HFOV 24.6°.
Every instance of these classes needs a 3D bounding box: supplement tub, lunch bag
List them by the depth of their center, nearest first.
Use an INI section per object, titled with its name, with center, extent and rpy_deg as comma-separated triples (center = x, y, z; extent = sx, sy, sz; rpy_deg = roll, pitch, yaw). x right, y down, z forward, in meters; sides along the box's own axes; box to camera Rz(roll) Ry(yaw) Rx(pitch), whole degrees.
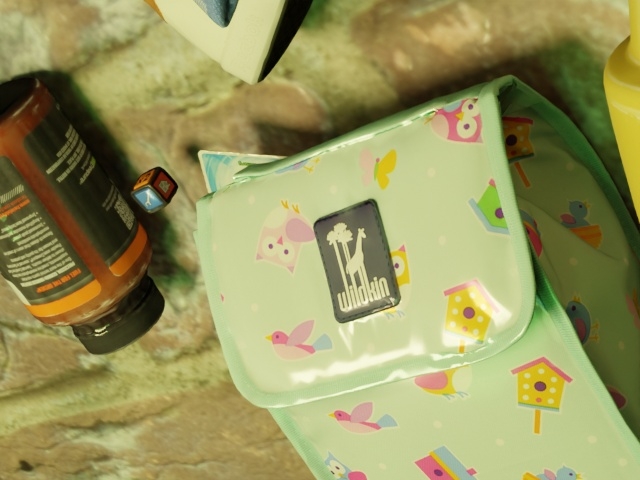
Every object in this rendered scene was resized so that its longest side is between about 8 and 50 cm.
[lunch bag]
center = 0.073, 0.046, 0.849
extent = 0.223, 0.160, 0.262
rpy_deg = -19, 115, 36
[supplement tub]
center = -0.192, -0.011, 1.057
extent = 0.106, 0.106, 0.198
rpy_deg = -7, 125, 42

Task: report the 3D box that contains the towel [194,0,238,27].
[towel]
center = -0.119, -0.261, 0.709
extent = 0.285, 0.034, 0.209
rpy_deg = 46, 144, 25

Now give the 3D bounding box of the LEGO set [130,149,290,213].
[LEGO set]
center = 0.000, 0.000, 0.980
extent = 0.244, 0.060, 0.182
rpy_deg = 5, 133, 19

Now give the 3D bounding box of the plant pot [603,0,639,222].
[plant pot]
center = 0.211, -0.133, 0.521
extent = 0.254, 0.254, 0.239
rpy_deg = -6, 109, 42

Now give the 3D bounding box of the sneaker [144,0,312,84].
[sneaker]
center = -0.045, -0.198, 0.744
extent = 0.123, 0.106, 0.290
rpy_deg = 32, 144, 3
